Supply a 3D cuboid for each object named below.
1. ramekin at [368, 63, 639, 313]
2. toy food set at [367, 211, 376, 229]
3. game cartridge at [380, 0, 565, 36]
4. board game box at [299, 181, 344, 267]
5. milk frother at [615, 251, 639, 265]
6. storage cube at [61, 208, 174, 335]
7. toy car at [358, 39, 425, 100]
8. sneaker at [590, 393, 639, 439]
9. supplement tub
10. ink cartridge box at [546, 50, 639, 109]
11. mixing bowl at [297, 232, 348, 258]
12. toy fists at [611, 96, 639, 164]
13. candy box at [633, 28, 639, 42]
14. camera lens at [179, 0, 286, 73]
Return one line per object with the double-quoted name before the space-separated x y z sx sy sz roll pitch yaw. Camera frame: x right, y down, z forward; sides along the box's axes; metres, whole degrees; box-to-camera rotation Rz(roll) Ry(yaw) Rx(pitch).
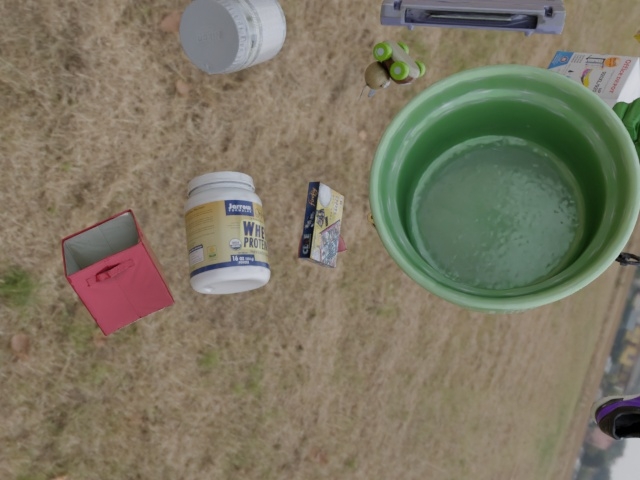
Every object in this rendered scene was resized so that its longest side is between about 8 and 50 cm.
"ramekin" 0.222 -0.050 0.781 0.303 0.304 0.148 -67 161 -9
"toy food set" 0.199 -0.074 2.035 0.083 0.083 0.020 -40 150 15
"game cartridge" 0.317 -0.498 1.302 0.230 0.355 0.068 -67 161 -54
"board game box" 0.007 -0.047 1.969 0.165 0.042 0.243 25 70 -57
"milk frother" 0.704 -0.009 1.304 0.129 0.143 0.134 174 -81 -79
"storage cube" -0.485 0.073 1.490 0.184 0.215 0.193 -26 124 -10
"toy car" 0.190 -0.486 1.851 0.188 0.149 0.155 -45 170 33
"sneaker" 0.826 0.421 1.511 0.102 0.293 0.146 65 13 -5
"supplement tub" -0.273 -0.019 1.790 0.228 0.228 0.316 21 57 -63
"ink cartridge box" 0.773 -0.420 1.786 0.171 0.233 0.168 -56 141 -19
"mixing bowl" 0.000 0.000 2.167 0.181 0.182 0.098 -12 94 -60
"toy fists" 0.654 -0.163 1.140 0.096 0.279 0.142 -43 153 -15
"candy box" 0.736 -0.358 1.252 0.027 0.206 0.105 -49 -171 4
"camera lens" -0.243 -0.604 1.777 0.274 0.220 0.219 -44 143 -54
